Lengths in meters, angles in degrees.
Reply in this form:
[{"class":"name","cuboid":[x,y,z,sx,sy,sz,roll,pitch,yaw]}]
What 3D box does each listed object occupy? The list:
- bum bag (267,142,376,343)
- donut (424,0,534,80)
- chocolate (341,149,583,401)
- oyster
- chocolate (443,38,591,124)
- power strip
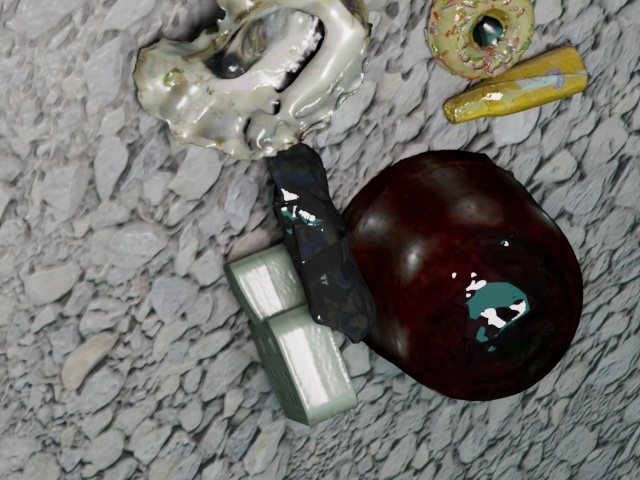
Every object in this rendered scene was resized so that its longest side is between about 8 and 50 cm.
[{"class":"bum bag","cuboid":[0.000,0.000,1.784,0.074,0.310,0.137,-28,166,36]},{"class":"donut","cuboid":[0.237,-0.311,1.829,0.174,0.068,0.175,-11,121,-19]},{"class":"chocolate","cuboid":[0.228,0.079,1.892,0.383,0.331,0.384,-12,122,-20]},{"class":"oyster","cuboid":[-0.071,-0.254,1.707,0.351,0.115,0.238,-45,117,-1]},{"class":"chocolate","cuboid":[0.292,-0.224,1.899,0.219,0.086,0.086,-22,124,-8]},{"class":"power strip","cuboid":[-0.029,0.131,1.881,0.141,0.229,0.261,-22,90,-13]}]
